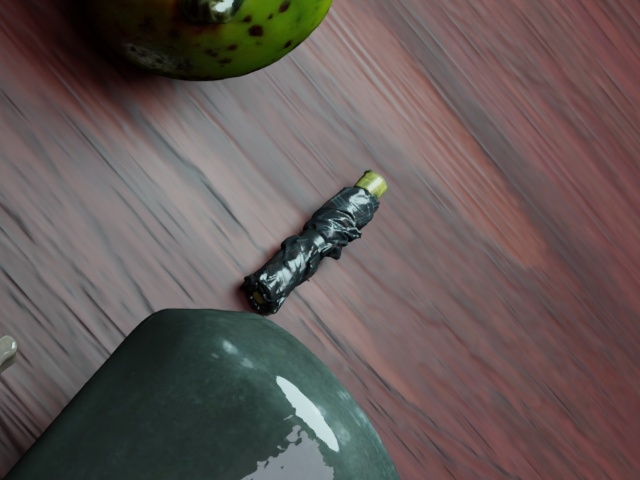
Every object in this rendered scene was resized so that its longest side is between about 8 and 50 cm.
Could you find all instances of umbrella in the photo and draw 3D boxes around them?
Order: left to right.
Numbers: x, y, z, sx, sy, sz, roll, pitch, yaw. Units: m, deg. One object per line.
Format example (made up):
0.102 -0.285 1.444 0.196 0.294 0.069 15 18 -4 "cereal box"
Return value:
0.000 0.000 1.464 0.040 0.037 0.144 44 63 3 "umbrella"

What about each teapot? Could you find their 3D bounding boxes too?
-0.147 0.199 1.226 0.344 0.253 0.300 -34 71 -27 "teapot"

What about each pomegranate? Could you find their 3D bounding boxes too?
-0.091 -0.231 1.392 0.198 0.198 0.246 -5 67 -30 "pomegranate"
